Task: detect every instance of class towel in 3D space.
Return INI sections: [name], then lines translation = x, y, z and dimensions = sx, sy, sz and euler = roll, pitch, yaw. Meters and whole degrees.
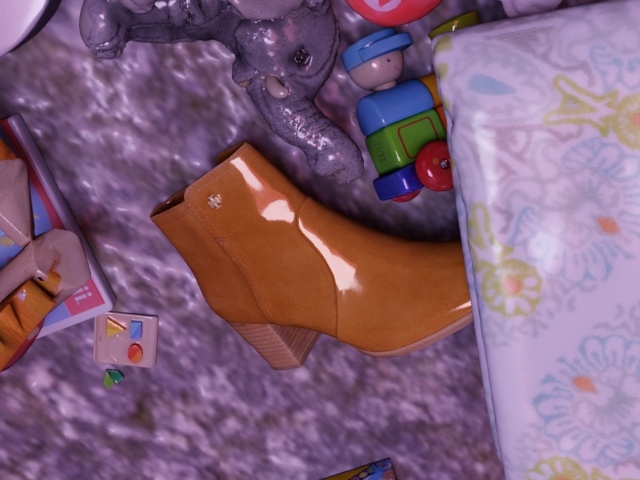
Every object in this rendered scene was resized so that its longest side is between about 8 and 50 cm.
[towel]
translation = 0.266, 0.010, 0.613
dimensions = 0.321, 0.090, 0.374
euler = -10, 102, 5

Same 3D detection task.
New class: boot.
[boot]
translation = 0.000, 0.000, 0.733
dimensions = 0.295, 0.104, 0.211
euler = -21, 115, 32

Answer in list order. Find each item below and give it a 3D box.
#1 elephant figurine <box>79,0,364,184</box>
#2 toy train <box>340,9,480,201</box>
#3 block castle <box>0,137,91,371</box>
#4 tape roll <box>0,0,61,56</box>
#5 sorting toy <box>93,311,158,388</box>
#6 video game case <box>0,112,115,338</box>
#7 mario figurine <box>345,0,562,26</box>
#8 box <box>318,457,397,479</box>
[elephant figurine]
translation = -0.053, -0.185, 0.680
dimensions = 0.240, 0.169, 0.186
euler = 16, 127, -6
[toy train]
translation = 0.145, -0.139, 0.753
dimensions = 0.248, 0.105, 0.143
euler = -24, 94, -17
[block castle]
translation = -0.424, -0.006, 0.599
dimensions = 0.453, 0.303, 0.213
euler = 44, 129, -16
[tape roll]
translation = -0.311, -0.245, 0.675
dimensions = 0.219, 0.072, 0.219
euler = -1, 111, -4
[sorting toy]
translation = -0.195, 0.112, 0.849
dimensions = 0.062, 0.012, 0.083
euler = 5, 109, -7
[video game case]
translation = -0.366, 0.026, 0.796
dimensions = 0.285, 0.025, 0.204
euler = -21, 111, 3
[mario figurine]
translation = 0.132, -0.296, 0.635
dimensions = 0.198, 0.170, 0.320
euler = 43, 97, 27
[box]
translation = 0.050, 0.435, 0.849
dimensions = 0.177, 0.279, 0.289
euler = -19, 111, 2
